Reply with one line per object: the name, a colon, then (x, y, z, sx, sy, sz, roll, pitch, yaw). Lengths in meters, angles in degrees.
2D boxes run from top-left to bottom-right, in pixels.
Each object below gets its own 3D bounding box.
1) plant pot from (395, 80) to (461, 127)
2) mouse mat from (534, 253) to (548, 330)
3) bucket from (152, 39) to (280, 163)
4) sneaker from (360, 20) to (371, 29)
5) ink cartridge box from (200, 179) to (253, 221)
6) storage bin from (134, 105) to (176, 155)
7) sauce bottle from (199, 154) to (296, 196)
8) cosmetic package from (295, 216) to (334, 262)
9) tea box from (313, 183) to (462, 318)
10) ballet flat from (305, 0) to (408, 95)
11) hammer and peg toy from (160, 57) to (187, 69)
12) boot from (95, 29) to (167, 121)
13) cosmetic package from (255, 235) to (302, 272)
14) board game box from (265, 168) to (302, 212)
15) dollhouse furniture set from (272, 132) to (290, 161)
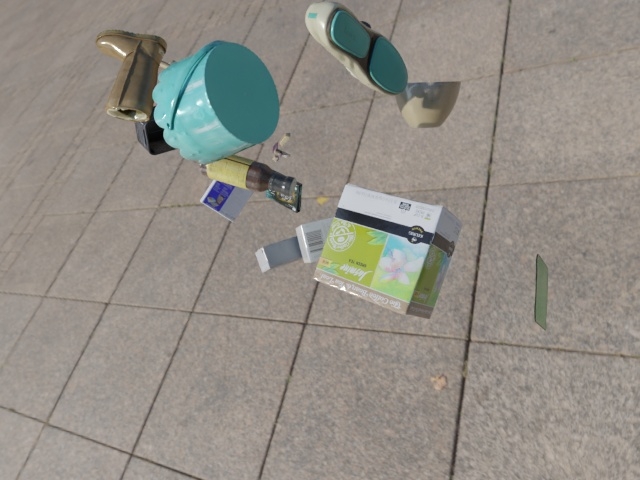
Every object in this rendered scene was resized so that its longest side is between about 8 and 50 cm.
plant pot: (0.466, -0.597, 2.012, 0.284, 0.190, 0.284, -2, 18, 1)
mouse mat: (0.613, 0.146, 1.267, 0.007, 0.153, 0.189, -1, 70, 37)
bucket: (-0.247, -0.338, 1.126, 0.183, 0.281, 0.281, -7, 56, 37)
sneaker: (0.127, -0.604, 1.403, 0.052, 0.058, 0.135, 15, 65, -9)
ink cartridge box: (-0.459, -0.227, 2.276, 0.208, 0.206, 0.045, -56, 36, -2)
storage bin: (-0.492, -0.364, 1.471, 0.180, 0.122, 0.084, -26, 52, -32)
sauce bottle: (-0.258, -0.235, 1.631, 0.345, 0.111, 0.111, 19, 68, 10)
cosmetic package: (0.000, 0.000, 1.792, 0.152, 0.184, 0.151, -14, 90, -10)
tea box: (0.207, 0.034, 1.405, 0.329, 0.220, 0.323, 17, 88, 33)
ballet flat: (0.063, -0.321, 0.773, 0.086, 0.248, 0.086, -9, 74, 35)
hammer and peg toy: (-0.432, -0.531, 1.634, 0.266, 0.361, 0.127, 36, 71, 1)
boot: (-0.592, -0.492, 1.361, 0.236, 0.089, 0.269, 4, 71, 11)
cosmetic package: (-0.143, 0.049, 1.942, 0.238, 0.127, 0.107, -22, 86, -23)
board game box: (-0.151, -0.204, 1.863, 0.186, 0.126, 0.026, 30, 39, 32)
dollhouse furniture set: (-0.141, -0.390, 1.953, 0.114, 0.081, 0.091, -43, 37, 37)
